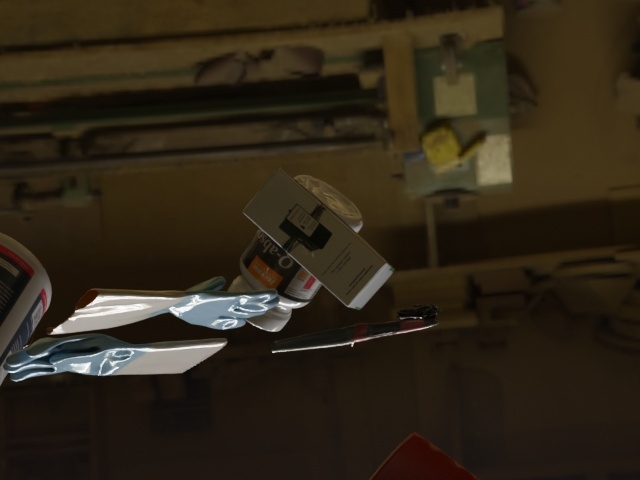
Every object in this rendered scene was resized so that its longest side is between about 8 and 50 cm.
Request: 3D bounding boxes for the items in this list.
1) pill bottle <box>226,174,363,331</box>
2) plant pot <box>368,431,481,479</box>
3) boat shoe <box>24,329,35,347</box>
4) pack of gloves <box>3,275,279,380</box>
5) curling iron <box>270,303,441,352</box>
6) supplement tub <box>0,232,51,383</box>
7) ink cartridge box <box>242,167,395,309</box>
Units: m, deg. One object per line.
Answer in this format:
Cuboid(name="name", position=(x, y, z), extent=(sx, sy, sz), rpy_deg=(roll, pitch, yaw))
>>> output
Cuboid(name="pill bottle", position=(-0.054, 0.027, 2.079), extent=(0.162, 0.278, 0.162), rpy_deg=(31, -162, -11))
Cuboid(name="plant pot", position=(0.177, 0.584, 2.115), extent=(0.267, 0.267, 0.235), rpy_deg=(33, -143, 32))
Cuboid(name="boat shoe", position=(-0.612, 0.157, 1.777), extent=(0.324, 0.123, 0.120), rpy_deg=(3, -167, -43))
Cuboid(name="pack of gloves", position=(-0.165, 0.072, 1.004), extent=(0.232, 0.046, 0.195), rpy_deg=(4, 152, -47))
Cuboid(name="curling iron", position=(0.057, 0.145, 1.709), extent=(0.274, 0.035, 0.068), rpy_deg=(-14, -174, 1))
Cuboid(name="supplement tub", position=(-0.517, 0.130, 1.536), extent=(0.191, 0.191, 0.272), rpy_deg=(-8, -141, 27))
Cuboid(name="ink cartridge box", position=(0.000, 0.000, 1.583), extent=(0.087, 0.208, 0.153), rpy_deg=(-48, 169, 2))
